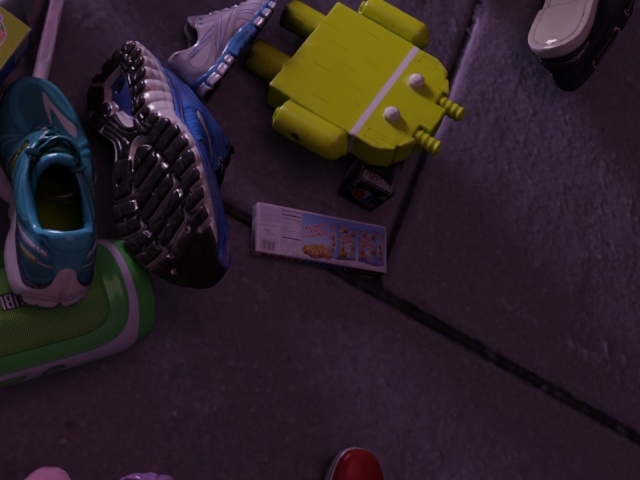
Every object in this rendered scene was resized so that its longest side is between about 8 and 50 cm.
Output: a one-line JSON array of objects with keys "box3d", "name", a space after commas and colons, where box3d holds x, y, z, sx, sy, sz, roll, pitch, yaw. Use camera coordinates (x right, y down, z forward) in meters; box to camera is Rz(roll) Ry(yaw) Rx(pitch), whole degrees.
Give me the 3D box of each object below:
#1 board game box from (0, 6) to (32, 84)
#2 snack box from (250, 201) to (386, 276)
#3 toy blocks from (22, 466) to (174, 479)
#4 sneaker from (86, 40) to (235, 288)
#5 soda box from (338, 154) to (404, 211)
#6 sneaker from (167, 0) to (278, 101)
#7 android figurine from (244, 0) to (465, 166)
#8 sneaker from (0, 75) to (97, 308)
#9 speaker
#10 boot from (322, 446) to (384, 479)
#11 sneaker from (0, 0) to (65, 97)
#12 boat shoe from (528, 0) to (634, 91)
[{"box3d": [-0.476, -0.130, 0.996, 0.233, 0.078, 0.347, 35, 78, -12], "name": "board game box"}, {"box3d": [0.000, 0.000, 1.283, 0.178, 0.022, 0.064, 10, 67, -24], "name": "snack box"}, {"box3d": [-0.244, 0.341, 0.935, 0.260, 0.309, 0.288, -29, 109, -61], "name": "toy blocks"}, {"box3d": [-0.145, -0.081, 1.133, 0.147, 0.130, 0.330, 24, 34, -43], "name": "sneaker"}, {"box3d": [0.081, -0.125, 1.347, 0.053, 0.060, 0.169, 29, 60, -16], "name": "soda box"}, {"box3d": [-0.121, -0.266, 1.293, 0.083, 0.071, 0.191, 36, 59, -5], "name": "sneaker"}, {"box3d": [0.049, -0.199, 1.311, 0.273, 0.056, 0.248, 33, 63, 11], "name": "android figurine"}, {"box3d": [-0.259, -0.066, 1.018, 0.107, 0.110, 0.275, -1, 51, -26], "name": "sneaker"}, {"box3d": [-0.318, 0.081, 1.025, 0.296, 0.131, 0.131, -14, 79, -33], "name": "speaker"}, {"box3d": [0.067, 0.334, 1.107, 0.088, 0.176, 0.244, 9, 67, -22], "name": "boot"}, {"box3d": [-0.366, -0.268, 1.143, 0.147, 0.104, 0.296, 15, 70, -28], "name": "sneaker"}, {"box3d": [0.418, -0.353, 1.577, 0.113, 0.127, 0.340, 58, 44, -33], "name": "boat shoe"}]
